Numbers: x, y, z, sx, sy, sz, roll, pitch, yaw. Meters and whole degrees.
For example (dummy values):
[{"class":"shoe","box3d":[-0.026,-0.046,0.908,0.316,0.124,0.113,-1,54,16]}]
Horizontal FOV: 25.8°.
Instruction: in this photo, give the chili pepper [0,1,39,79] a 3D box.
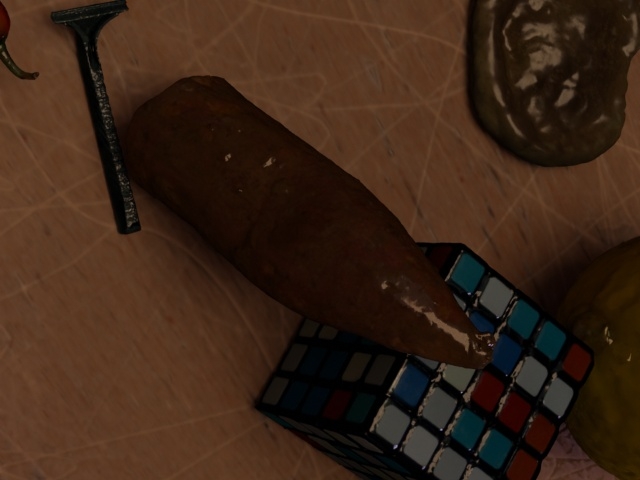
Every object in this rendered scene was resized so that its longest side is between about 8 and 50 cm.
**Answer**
[{"class":"chili pepper","box3d":[-0.285,-0.191,1.062,0.059,0.050,0.191,-42,98,-19]}]

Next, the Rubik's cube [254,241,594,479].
[{"class":"Rubik's cube","box3d":[0.091,0.121,1.208,0.187,0.184,0.182,38,72,-27]}]

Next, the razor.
[{"class":"razor","box3d":[-0.173,-0.098,1.142,0.066,0.033,0.190,-18,105,-28]}]

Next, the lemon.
[{"class":"lemon","box3d":[0.351,0.115,1.314,0.322,0.268,0.268,3,90,-27]}]

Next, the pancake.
[{"class":"pancake","box3d":[0.236,-0.189,1.364,0.222,0.042,0.236,41,73,-26]}]

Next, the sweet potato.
[{"class":"sweet potato","box3d":[-0.002,0.002,1.105,0.337,0.131,0.131,40,67,16]}]
